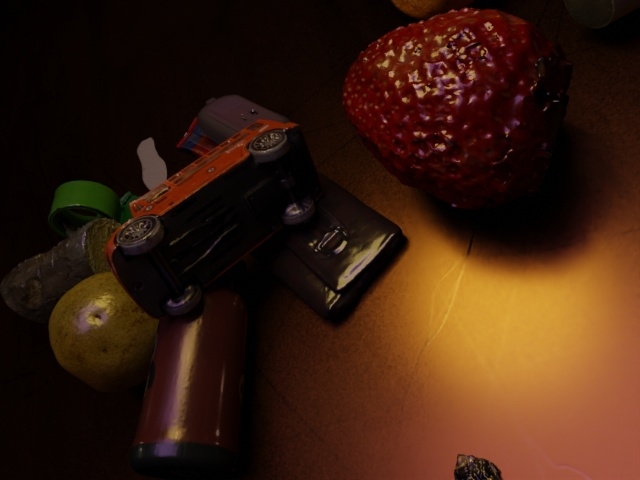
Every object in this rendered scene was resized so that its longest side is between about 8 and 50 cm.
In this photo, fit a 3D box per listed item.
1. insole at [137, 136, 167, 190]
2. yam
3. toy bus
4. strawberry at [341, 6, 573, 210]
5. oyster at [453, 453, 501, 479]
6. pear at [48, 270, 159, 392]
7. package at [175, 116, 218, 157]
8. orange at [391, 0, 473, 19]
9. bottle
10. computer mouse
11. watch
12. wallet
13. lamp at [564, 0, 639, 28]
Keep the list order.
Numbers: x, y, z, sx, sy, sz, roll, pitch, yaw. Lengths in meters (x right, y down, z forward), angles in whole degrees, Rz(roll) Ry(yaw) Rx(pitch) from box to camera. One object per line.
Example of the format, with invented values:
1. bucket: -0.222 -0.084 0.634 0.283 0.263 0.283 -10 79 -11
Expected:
1. insole: -0.384 -0.173 1.246 0.065 0.004 0.197 -40 48 8
2. yam: -0.481 0.069 1.072 0.254 0.154 0.154 -28 51 17
3. toy bus: -0.159 -0.042 0.805 0.329 0.143 0.153 -40 41 -21
4. strawberry: 0.161 -0.169 0.708 0.288 0.250 0.239 19 77 17
5. oyster: 0.173 0.269 0.594 0.054 0.019 0.083 -38 49 10
6. pear: -0.329 0.139 0.900 0.197 0.197 0.197 -17 55 26
7. package: -0.232 -0.203 1.149 0.200 0.022 0.083 30 82 41
8. orange: 0.194 -0.510 0.916 0.183 0.249 0.249 -40 47 -13
9. bottle: -0.176 0.169 0.817 0.144 0.144 0.336 -16 53 26
10. computer mouse: -0.146 -0.220 1.061 0.120 0.057 0.232 -38 48 -24
11. watch: -0.465 -0.065 1.140 0.165 0.152 0.131 -21 51 25
12. wallet: 0.000 0.000 0.855 0.182 0.049 0.229 -48 49 -4
13. lamp: 0.435 -0.387 0.745 0.214 0.121 0.121 -41 48 -5
